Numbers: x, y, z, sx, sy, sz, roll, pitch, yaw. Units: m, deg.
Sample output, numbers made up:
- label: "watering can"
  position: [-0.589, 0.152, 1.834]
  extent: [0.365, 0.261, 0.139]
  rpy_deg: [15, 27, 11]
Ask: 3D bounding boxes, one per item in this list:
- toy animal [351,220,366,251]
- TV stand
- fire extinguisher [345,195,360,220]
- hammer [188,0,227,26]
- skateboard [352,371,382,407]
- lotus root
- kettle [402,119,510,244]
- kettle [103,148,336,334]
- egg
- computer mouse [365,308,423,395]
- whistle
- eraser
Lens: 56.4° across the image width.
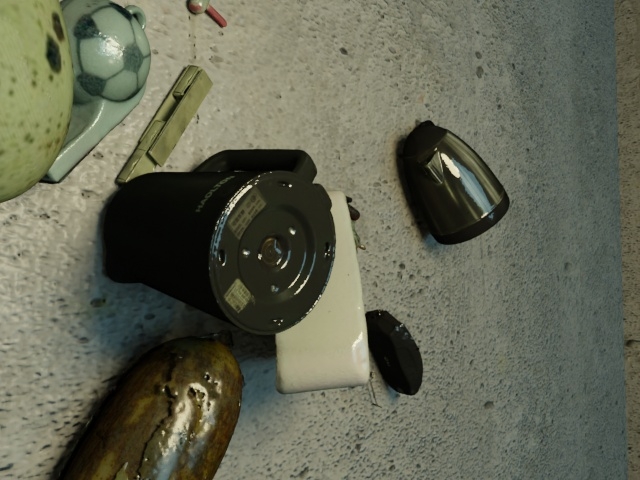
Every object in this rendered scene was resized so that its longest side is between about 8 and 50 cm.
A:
- label: "toy animal"
  position: [-0.002, -0.018, 1.174]
  extent: [0.255, 0.089, 0.170]
  rpy_deg: [-24, 107, -42]
- label: "TV stand"
  position: [-0.247, -0.183, 0.962]
  extent: [0.249, 0.042, 0.036]
  rpy_deg: [-66, 150, -24]
- label: "fire extinguisher"
  position: [0.052, -0.079, 1.266]
  extent: [0.100, 0.032, 0.046]
  rpy_deg: [32, 71, -52]
- label: "hammer"
  position: [-0.192, -0.405, 1.046]
  extent: [0.083, 0.031, 0.053]
  rpy_deg: [36, 65, -45]
- label: "skateboard"
  position: [0.101, 0.332, 1.294]
  extent: [0.064, 0.032, 0.083]
  rpy_deg: [-26, 104, -34]
- label: "lotus root"
  position: [-0.231, 0.293, 0.833]
  extent: [0.179, 0.195, 0.397]
  rpy_deg: [51, 51, -37]
- label: "kettle"
  position: [0.308, -0.167, 1.430]
  extent: [0.251, 0.207, 0.271]
  rpy_deg: [-49, 113, -29]
- label: "kettle"
  position: [-0.147, -0.032, 0.838]
  extent: [0.203, 0.308, 0.262]
  rpy_deg: [21, 83, -45]
- label: "egg"
  position: [-0.414, -0.215, 0.612]
  extent: [0.287, 0.287, 0.379]
  rpy_deg: [-27, 106, -44]
- label: "computer mouse"
  position: [0.167, 0.240, 1.303]
  extent: [0.073, 0.122, 0.217]
  rpy_deg: [-38, 116, -28]
- label: "whistle"
  position: [-0.326, -0.230, 0.804]
  extent: [0.163, 0.163, 0.290]
  rpy_deg: [52, 52, -30]
- label: "eraser"
  position: [-0.011, 0.118, 1.009]
  extent: [0.149, 0.331, 0.331]
  rpy_deg: [-4, 90, -5]
